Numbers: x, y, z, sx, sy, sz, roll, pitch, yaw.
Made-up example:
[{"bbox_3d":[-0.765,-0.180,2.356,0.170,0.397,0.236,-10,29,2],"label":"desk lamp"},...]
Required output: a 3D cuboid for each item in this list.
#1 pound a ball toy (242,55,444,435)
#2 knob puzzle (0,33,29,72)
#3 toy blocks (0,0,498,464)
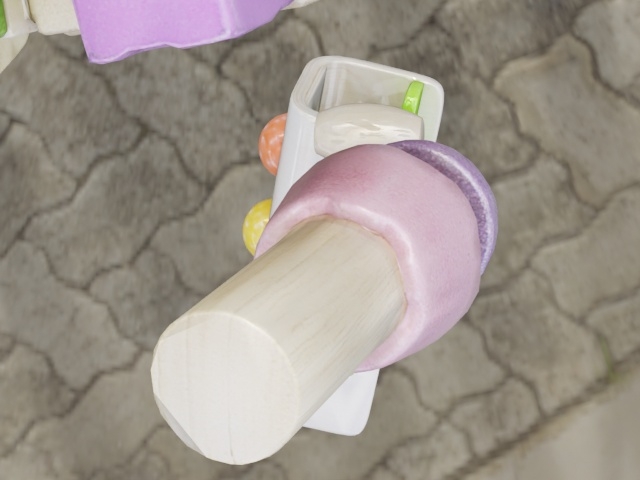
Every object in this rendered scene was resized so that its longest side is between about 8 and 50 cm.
[{"bbox_3d":[0.000,0.000,1.329,0.136,0.208,0.319,13,120,5],"label":"pound a ball toy"},{"bbox_3d":[-0.313,-0.185,1.355,0.213,0.030,0.213,-9,138,-8],"label":"knob puzzle"},{"bbox_3d":[-0.089,-0.113,0.548,0.289,0.260,0.308,-2,107,24],"label":"toy blocks"}]
